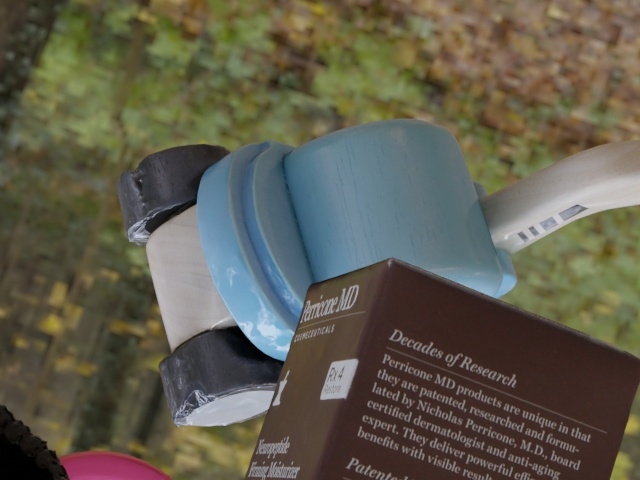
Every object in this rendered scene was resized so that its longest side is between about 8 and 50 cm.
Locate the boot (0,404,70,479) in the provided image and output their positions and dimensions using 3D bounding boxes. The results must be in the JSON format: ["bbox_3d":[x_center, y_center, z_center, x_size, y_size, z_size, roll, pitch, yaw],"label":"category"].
[{"bbox_3d":[-0.376,0.185,1.286,0.348,0.260,0.131,27,-153,-12],"label":"boot"}]

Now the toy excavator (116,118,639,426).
[{"bbox_3d":[0.121,-0.005,1.505,0.445,0.222,0.433,-28,156,31],"label":"toy excavator"}]

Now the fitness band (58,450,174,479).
[{"bbox_3d":[-0.174,0.320,1.496,0.209,0.291,0.054,-22,-179,-10],"label":"fitness band"}]

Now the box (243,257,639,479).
[{"bbox_3d":[0.057,0.139,1.044,0.167,0.203,0.168,21,168,-13],"label":"box"}]
